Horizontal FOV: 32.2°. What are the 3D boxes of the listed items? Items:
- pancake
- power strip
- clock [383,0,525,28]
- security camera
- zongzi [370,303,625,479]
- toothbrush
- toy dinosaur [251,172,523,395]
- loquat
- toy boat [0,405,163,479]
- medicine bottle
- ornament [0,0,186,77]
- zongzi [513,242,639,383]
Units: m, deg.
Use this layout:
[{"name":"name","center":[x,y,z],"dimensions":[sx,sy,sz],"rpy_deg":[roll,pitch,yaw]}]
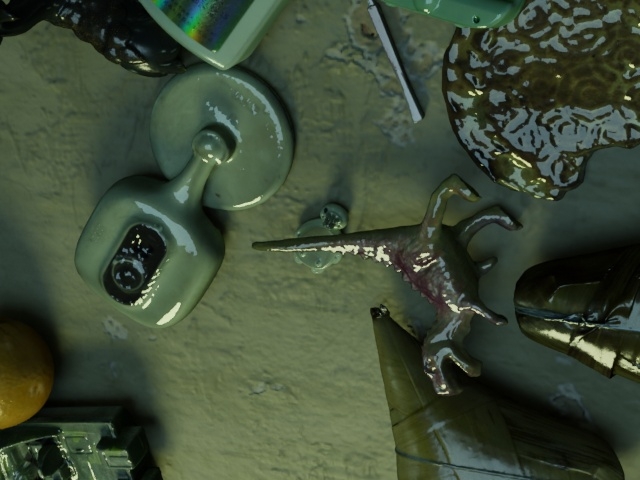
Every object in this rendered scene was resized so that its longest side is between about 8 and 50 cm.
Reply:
[{"name":"pancake","center":[0.260,-0.141,0.990],"dimensions":[0.286,0.033,0.288],"rpy_deg":[42,119,-3]},{"name":"power strip","center":[0.000,0.000,1.137],"dimensions":[0.055,0.035,0.083],"rpy_deg":[32,121,4]},{"name":"clock","center":[0.117,-0.284,0.947],"dimensions":[0.148,0.060,0.188],"rpy_deg":[20,111,22]},{"name":"security camera","center":[-0.144,-0.044,1.147],"dimensions":[0.157,0.080,0.301],"rpy_deg":[35,116,3]},{"name":"zongzi","center":[0.177,0.171,1.123],"dimensions":[0.228,0.115,0.256],"rpy_deg":[-11,92,14]},{"name":"toothbrush","center":[0.059,-0.202,1.041],"dimensions":[0.017,0.014,0.194],"rpy_deg":[-14,107,23]},{"name":"toy dinosaur","center":[0.083,0.019,1.070],"dimensions":[0.251,0.072,0.200],"rpy_deg":[39,107,-3]},{"name":"loquat","center":[-0.377,0.151,1.278],"dimensions":[0.141,0.141,0.141],"rpy_deg":[7,114,16]},{"name":"toy boat","center":[-0.343,0.272,1.337],"dimensions":[0.320,0.092,0.141],"rpy_deg":[-5,117,22]},{"name":"medicine bottle","center":[-0.063,-0.277,1.012],"dimensions":[0.121,0.083,0.229],"rpy_deg":[41,118,2]},{"name":"ornament","center":[-0.251,-0.180,1.031],"dimensions":[0.202,0.236,0.080],"rpy_deg":[35,130,5]},{"name":"zongzi","center":[0.303,0.016,1.001],"dimensions":[0.221,0.112,0.242],"rpy_deg":[19,109,11]}]
